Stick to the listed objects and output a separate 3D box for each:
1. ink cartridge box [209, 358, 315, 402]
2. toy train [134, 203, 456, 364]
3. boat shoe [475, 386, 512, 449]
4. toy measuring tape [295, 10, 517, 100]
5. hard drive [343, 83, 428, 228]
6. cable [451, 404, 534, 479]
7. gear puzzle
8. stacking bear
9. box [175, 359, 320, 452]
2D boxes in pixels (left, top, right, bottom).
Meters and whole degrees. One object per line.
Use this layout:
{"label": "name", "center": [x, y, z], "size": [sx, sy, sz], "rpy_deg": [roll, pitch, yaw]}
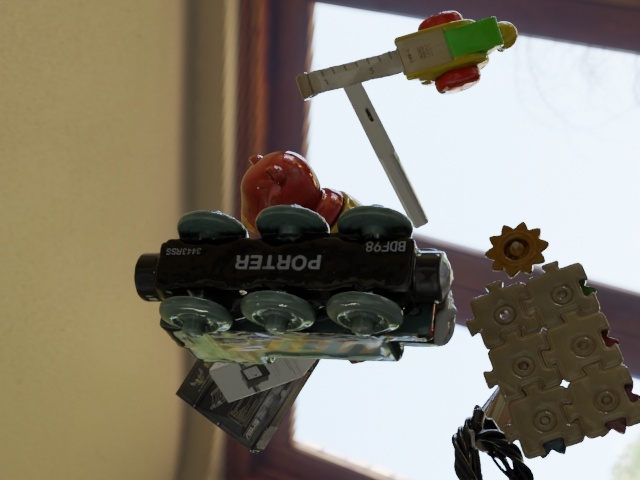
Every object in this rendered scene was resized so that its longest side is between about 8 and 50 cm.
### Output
{"label": "ink cartridge box", "center": [-0.080, 0.180, 1.776], "size": [0.063, 0.150, 0.109], "rpy_deg": [60, -148, -11]}
{"label": "toy train", "center": [-0.021, 0.056, 1.201], "size": [0.190, 0.334, 0.142], "rpy_deg": [61, -148, -58]}
{"label": "boat shoe", "center": [0.380, 0.303, 2.165], "size": [0.341, 0.110, 0.121], "rpy_deg": [-42, -14, -53]}
{"label": "toy measuring tape", "center": [0.127, -0.255, 1.682], "size": [0.121, 0.330, 0.121], "rpy_deg": [163, 90, -87]}
{"label": "hard drive", "center": [0.131, -0.172, 2.299], "size": [0.040, 0.203, 0.307], "rpy_deg": [-27, -30, 5]}
{"label": "cable", "center": [0.226, 0.308, 1.462], "size": [0.184, 0.047, 0.150], "rpy_deg": [61, -155, -15]}
{"label": "gear puzzle", "center": [0.287, 0.120, 1.507], "size": [0.044, 0.175, 0.339], "rpy_deg": [59, -168, -55]}
{"label": "stacking bear", "center": [0.000, 0.000, 1.579], "size": [0.164, 0.175, 0.289], "rpy_deg": [-41, -64, 1]}
{"label": "box", "center": [-0.118, 0.223, 2.005], "size": [0.231, 0.183, 0.056], "rpy_deg": [-58, -27, 0]}
